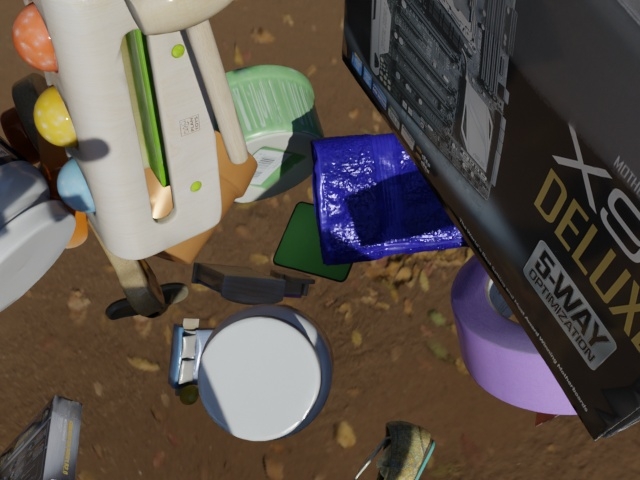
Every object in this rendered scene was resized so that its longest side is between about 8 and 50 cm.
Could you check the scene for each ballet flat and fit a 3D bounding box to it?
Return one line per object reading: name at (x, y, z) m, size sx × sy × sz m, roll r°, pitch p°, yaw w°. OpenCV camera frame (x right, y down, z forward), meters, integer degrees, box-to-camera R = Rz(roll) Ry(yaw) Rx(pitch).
ballet flat at (0.102, 0.503, 1.504) m, size 0.123 × 0.123 × 0.349 m, roll 25°, pitch 74°, yaw 3°

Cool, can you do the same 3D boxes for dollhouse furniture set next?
dollhouse furniture set at (-0.155, 0.218, 1.737) m, size 0.286 × 0.198 × 0.303 m, roll 6°, pitch 94°, yaw -27°

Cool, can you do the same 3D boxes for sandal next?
sandal at (-0.364, 0.141, 1.699) m, size 0.180 × 0.072 × 0.049 m, roll -17°, pitch 58°, yaw -20°

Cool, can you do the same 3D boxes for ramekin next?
ramekin at (-0.135, -0.204, 1.635) m, size 0.303 × 0.303 × 0.148 m, roll -15°, pitch 67°, yaw -14°

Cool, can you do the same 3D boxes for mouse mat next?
mouse mat at (0.000, 0.000, 1.660) m, size 0.189 × 0.007 × 0.153 m, roll 13°, pitch 73°, yaw 34°

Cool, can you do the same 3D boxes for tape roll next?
tape roll at (0.302, 0.085, 0.979) m, size 0.274 × 0.090 × 0.275 m, roll -12°, pitch 29°, yaw 7°

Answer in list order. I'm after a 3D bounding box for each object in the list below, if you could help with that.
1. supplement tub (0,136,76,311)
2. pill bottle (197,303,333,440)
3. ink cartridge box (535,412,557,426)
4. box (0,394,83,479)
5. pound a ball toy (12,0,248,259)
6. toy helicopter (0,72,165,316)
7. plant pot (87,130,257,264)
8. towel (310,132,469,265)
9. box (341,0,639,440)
supplement tub at (-0.438, -0.056, 0.909) m, size 0.272 × 0.191 × 0.191 m, roll 42°, pitch 67°, yaw 2°
pill bottle at (-0.081, 0.204, 1.270) m, size 0.204 × 0.361 × 0.204 m, roll 0°, pitch 85°, yaw 2°
ink cartridge box at (0.363, 0.146, 1.259) m, size 0.066 × 0.296 × 0.261 m, roll 16°, pitch 75°, yaw 10°
box at (-0.484, 0.398, 1.331) m, size 0.056 × 0.231 × 0.183 m, roll 30°, pitch 29°, yaw -30°
pound a ball toy at (-0.157, -0.111, 0.647) m, size 0.135 × 0.319 × 0.208 m, roll -24°, pitch 53°, yaw -21°
toy helicopter at (-0.301, -0.056, 1.060) m, size 0.140 × 0.235 × 0.355 m, roll -27°, pitch 101°, yaw -3°
plant pot at (-0.274, -0.086, 1.343) m, size 0.290 × 0.291 × 0.204 m, roll 19°, pitch 81°, yaw 0°
towel at (0.141, -0.080, 1.395) m, size 0.308 × 0.076 × 0.228 m, roll -7°, pitch 102°, yaw -3°
box at (0.115, -0.076, 0.402) m, size 0.076 × 0.242 × 0.307 m, roll -25°, pitch 67°, yaw -11°
